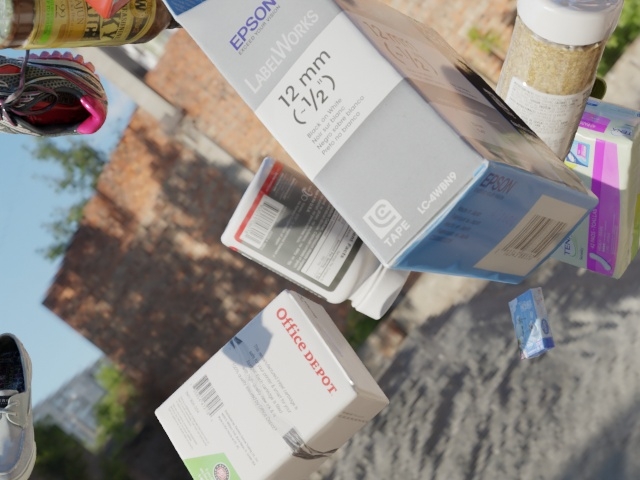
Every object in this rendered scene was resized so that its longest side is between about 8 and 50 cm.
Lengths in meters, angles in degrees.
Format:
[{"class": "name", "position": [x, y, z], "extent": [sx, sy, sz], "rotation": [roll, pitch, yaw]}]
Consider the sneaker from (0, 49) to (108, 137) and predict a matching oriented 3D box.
[{"class": "sneaker", "position": [-0.421, -0.192, 1.538], "extent": [0.112, 0.299, 0.120], "rotation": [-122, 36, -50]}]

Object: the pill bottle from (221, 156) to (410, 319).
[{"class": "pill bottle", "position": [0.000, 0.000, 1.907], "extent": [0.161, 0.283, 0.161], "rotation": [-60, 5, 9]}]

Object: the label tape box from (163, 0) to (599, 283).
[{"class": "label tape box", "position": [0.042, -0.127, 0.974], "extent": [0.115, 0.347, 0.249], "rotation": [-46, -25, 19]}]

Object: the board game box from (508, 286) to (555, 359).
[{"class": "board game box", "position": [0.308, 0.123, 1.748], "extent": [0.020, 0.090, 0.090], "rotation": [-6, -15, -14]}]

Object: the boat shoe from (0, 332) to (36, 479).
[{"class": "boat shoe", "position": [-0.428, 0.225, 1.606], "extent": [0.081, 0.079, 0.227], "rotation": [90, 172, -50]}]

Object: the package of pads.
[{"class": "package of pads", "position": [0.384, -0.094, 1.864], "extent": [0.101, 0.229, 0.296], "rotation": [-49, -34, -36]}]

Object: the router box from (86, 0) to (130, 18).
[{"class": "router box", "position": [-0.120, -0.419, 1.276], "extent": [0.335, 0.082, 0.301], "rotation": [-45, 3, -21]}]

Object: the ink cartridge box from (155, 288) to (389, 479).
[{"class": "ink cartridge box", "position": [-0.070, 0.235, 1.691], "extent": [0.273, 0.198, 0.115], "rotation": [-43, -30, 12]}]

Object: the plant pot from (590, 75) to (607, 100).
[{"class": "plant pot", "position": [0.402, -0.255, 1.904], "extent": [0.083, 0.083, 0.079], "rotation": [-53, 43, 35]}]

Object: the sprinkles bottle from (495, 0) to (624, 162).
[{"class": "sprinkles bottle", "position": [0.283, -0.191, 1.516], "extent": [0.121, 0.121, 0.355], "rotation": [-51, -19, -35]}]

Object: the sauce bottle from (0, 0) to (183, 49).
[{"class": "sauce bottle", "position": [-0.282, -0.310, 1.567], "extent": [0.344, 0.111, 0.111], "rotation": [-13, -29, -42]}]
